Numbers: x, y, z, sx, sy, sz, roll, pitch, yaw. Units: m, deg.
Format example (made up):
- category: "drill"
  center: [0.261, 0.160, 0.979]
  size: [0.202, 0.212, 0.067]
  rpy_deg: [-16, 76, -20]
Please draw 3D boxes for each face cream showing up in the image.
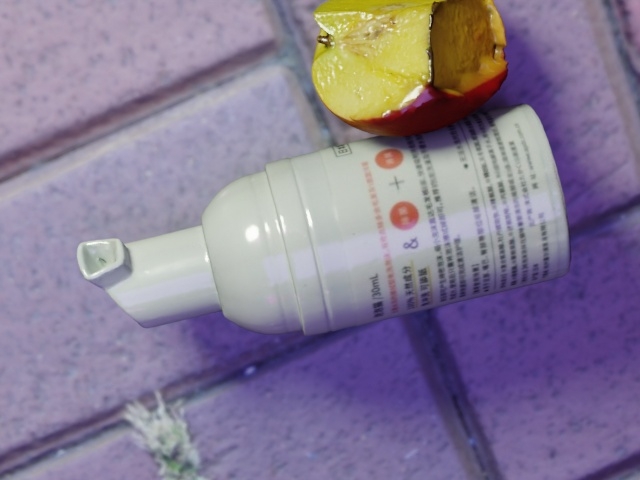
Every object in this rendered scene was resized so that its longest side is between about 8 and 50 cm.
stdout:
- category: "face cream"
  center: [0.000, 0.000, 1.290]
  size: [0.370, 0.145, 0.145]
  rpy_deg: [-12, 114, -2]

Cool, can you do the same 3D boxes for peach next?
- category: "peach"
  center: [0.066, -0.141, 1.251]
  size: [0.151, 0.151, 0.118]
  rpy_deg: [-38, 145, 8]
